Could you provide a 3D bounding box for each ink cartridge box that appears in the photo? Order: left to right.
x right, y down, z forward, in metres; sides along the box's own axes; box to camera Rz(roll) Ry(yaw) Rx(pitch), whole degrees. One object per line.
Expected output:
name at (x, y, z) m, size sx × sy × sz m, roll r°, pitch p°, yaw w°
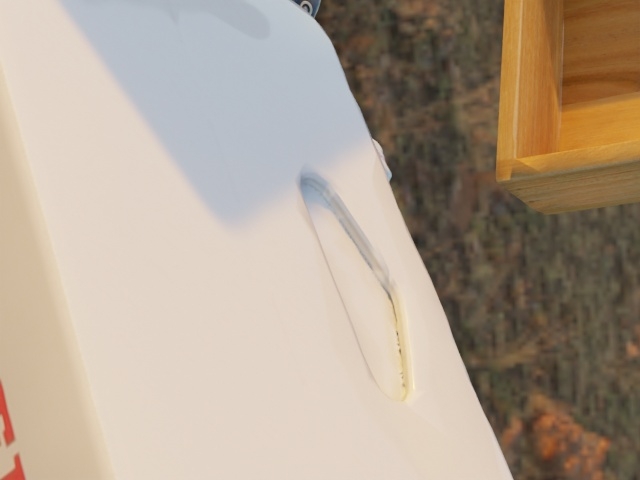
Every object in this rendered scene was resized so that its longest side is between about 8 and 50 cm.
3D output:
ink cartridge box at (-0.144, 0.111, 0.510) m, size 0.166 × 0.395 × 0.285 m, roll 11°, pitch 48°, yaw -47°

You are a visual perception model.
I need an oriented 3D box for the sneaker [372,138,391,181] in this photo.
sneaker at (0.000, 0.000, 1.093) m, size 0.114 × 0.152 × 0.305 m, roll 27°, pitch 28°, yaw -47°

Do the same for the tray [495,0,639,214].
tray at (0.301, -0.142, 0.771) m, size 0.076 × 0.411 × 0.202 m, roll 29°, pitch 61°, yaw -50°

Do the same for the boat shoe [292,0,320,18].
boat shoe at (-0.162, -0.081, 1.344) m, size 0.156 × 0.187 × 0.500 m, roll 25°, pitch 102°, yaw -29°
